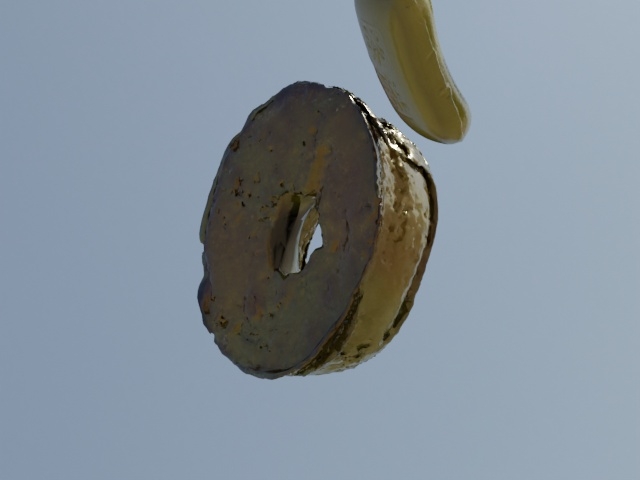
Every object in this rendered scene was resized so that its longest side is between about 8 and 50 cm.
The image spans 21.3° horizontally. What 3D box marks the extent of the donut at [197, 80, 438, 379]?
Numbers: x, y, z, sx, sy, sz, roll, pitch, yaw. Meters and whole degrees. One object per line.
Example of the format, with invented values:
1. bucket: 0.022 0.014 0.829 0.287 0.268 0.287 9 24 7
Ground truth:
1. donut: 0.000 0.000 1.542 0.107 0.272 0.272 15 -63 -39

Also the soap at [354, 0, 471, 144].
1. soap: 0.062 -0.129 1.189 0.045 0.089 0.140 -27 -64 -8
